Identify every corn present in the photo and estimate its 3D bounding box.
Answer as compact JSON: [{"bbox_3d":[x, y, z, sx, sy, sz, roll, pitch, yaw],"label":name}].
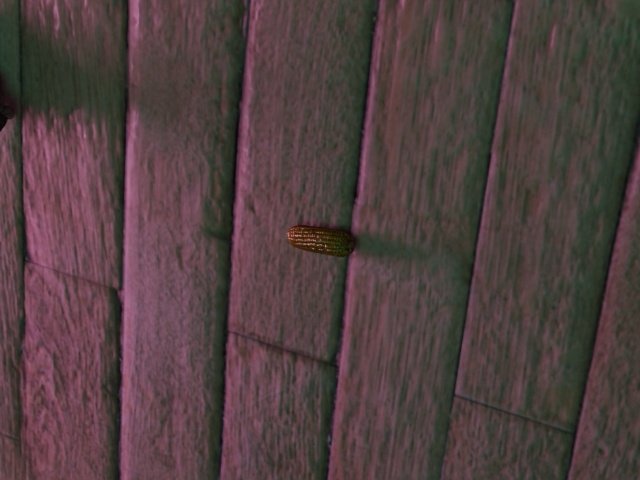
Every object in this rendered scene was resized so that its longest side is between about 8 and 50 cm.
[{"bbox_3d":[0.000,0.000,1.834,0.092,0.037,0.037,10,117,28],"label":"corn"}]

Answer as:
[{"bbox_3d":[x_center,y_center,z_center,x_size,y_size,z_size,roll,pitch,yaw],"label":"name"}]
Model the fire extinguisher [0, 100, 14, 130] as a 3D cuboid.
[{"bbox_3d":[-0.545,-0.226,1.978,0.269,0.105,0.104,35,124,10],"label":"fire extinguisher"}]
